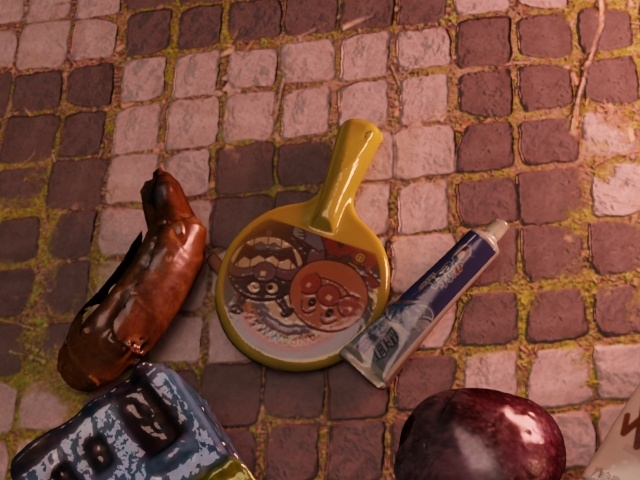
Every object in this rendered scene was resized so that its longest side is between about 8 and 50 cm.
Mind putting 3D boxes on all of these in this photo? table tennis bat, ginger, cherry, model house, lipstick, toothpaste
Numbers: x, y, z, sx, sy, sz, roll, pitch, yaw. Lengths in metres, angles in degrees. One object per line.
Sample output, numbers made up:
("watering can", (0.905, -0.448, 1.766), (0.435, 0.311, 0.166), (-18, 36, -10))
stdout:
("table tennis bat", (0.000, 0.000, 1.845), (0.224, 0.054, 0.369), (18, 69, 13))
("ginger", (-0.235, 0.062, 1.851), (0.133, 0.107, 0.309), (14, 67, 47))
("cherry", (0.175, 0.256, 1.594), (0.195, 0.195, 0.195), (-6, 62, 12))
("model house", (-0.173, 0.335, 1.636), (0.237, 0.215, 0.303), (-37, 65, -6))
("lipstick", (-0.118, 0.053, 1.869), (0.019, 0.019, 0.094), (-40, 61, -7))
("toothpaste", (0.140, 0.071, 1.775), (0.069, 0.047, 0.268), (45, 82, -6))

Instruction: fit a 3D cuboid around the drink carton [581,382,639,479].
("drink carton", (0.452, 0.203, 1.575), (0.194, 0.132, 0.324), (28, 72, 25))
